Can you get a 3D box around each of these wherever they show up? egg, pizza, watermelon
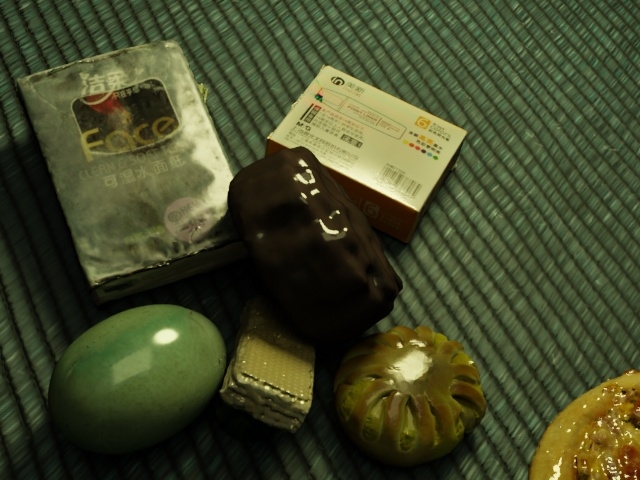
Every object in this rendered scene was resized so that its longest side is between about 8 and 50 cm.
[{"bbox_3d":[-0.225,0.170,1.170,0.236,0.169,0.169,-31,65,-30],"label":"egg"},{"bbox_3d":[0.458,0.301,1.260,0.409,0.114,0.277,-13,52,-17],"label":"pizza"},{"bbox_3d":[-0.088,0.209,1.237,0.106,0.062,0.105,8,59,-14],"label":"watermelon"}]

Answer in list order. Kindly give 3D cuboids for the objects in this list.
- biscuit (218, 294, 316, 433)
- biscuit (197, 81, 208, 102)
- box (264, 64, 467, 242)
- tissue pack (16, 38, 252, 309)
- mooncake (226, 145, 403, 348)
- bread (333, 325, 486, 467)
[{"bbox_3d":[-0.063,0.153,1.209,0.108,0.061,0.239,26,19,-8],"label":"biscuit"},{"bbox_3d":[-0.315,-0.211,1.511,0.250,0.046,0.147,8,55,-6],"label":"biscuit"},{"bbox_3d":[0.073,-0.146,1.515,0.274,0.091,0.220,29,53,10],"label":"box"},{"bbox_3d":[-0.268,-0.104,1.367,0.259,0.122,0.361,-17,70,-18],"label":"tissue pack"},{"bbox_3d":[0.000,0.000,1.272,0.141,0.283,0.283,-32,60,10],"label":"mooncake"},{"bbox_3d":[0.120,0.200,1.264,0.213,0.104,0.213,4,52,-5],"label":"bread"}]
